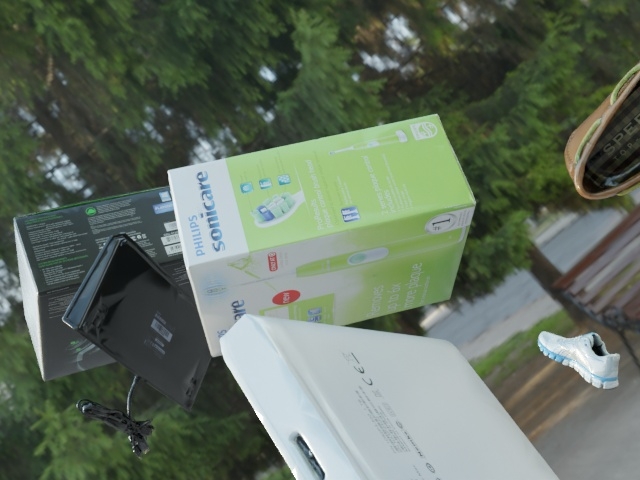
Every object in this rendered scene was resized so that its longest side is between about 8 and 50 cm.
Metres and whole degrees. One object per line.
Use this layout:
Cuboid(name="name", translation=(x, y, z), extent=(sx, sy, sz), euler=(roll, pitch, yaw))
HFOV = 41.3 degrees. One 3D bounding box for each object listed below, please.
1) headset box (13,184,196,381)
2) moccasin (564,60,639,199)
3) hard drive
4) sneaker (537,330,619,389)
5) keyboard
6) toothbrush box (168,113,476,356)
Cuboid(name="headset box", translation=(-0.308, 0.071, 1.263), extent=(0.247, 0.131, 0.283), euler=(-14, -31, -23))
Cuboid(name="moccasin", translation=(0.416, -0.192, 0.918), extent=(0.380, 0.139, 0.147), euler=(-42, 4, 26))
Cuboid(name="hard drive", translation=(0.078, 0.151, 0.632), extent=(0.040, 0.203, 0.308), euler=(-46, -30, 17))
Cuboid(name="sneaker", translation=(0.504, 0.208, 1.640), extent=(0.071, 0.191, 0.082), euler=(-6, -67, -35))
Cuboid(name="keyboard", translation=(-0.213, 0.139, 0.996), extent=(0.317, 0.033, 0.201), euler=(61, -135, -59))
Cuboid(name="toothbrush box", translation=(0.000, 0.000, 0.900), extent=(0.283, 0.122, 0.206), euler=(-11, -31, -8))
